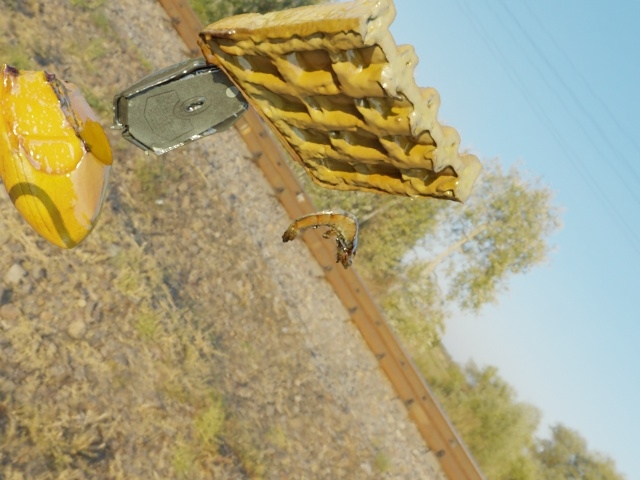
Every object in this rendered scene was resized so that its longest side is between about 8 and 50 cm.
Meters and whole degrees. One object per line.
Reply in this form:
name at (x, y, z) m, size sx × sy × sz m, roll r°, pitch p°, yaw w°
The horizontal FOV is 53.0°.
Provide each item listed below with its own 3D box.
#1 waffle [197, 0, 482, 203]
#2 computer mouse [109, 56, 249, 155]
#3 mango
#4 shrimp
waffle at (0.028, -0.183, 0.895) m, size 0.304 × 0.077 × 0.348 m, roll 11°, pitch -26°, yaw 40°
computer mouse at (-0.211, -0.217, 0.984) m, size 0.126 × 0.231 × 0.071 m, roll 68°, pitch -4°, yaw -46°
mango at (-0.362, -0.112, 0.873) m, size 0.126 × 0.154 × 0.252 m, roll -8°, pitch 84°, yaw -77°
shrimp at (0.000, 0.003, 1.252) m, size 0.195 × 0.148 × 0.035 m, roll 84°, pitch -2°, yaw -54°
